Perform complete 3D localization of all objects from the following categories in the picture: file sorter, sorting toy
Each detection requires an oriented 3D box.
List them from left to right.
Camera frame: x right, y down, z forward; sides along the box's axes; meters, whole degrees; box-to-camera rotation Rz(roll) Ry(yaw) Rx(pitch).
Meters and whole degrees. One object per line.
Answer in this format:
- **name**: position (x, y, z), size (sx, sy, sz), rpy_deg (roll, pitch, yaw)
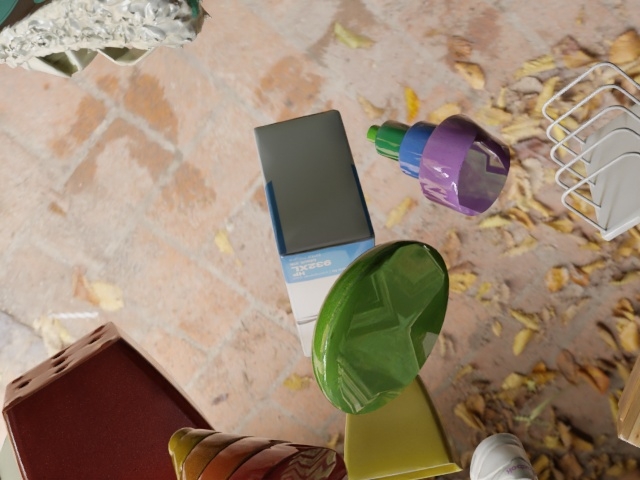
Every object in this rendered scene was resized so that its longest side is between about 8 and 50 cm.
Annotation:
- **sorting toy**: position (-0.004, 0.063, 0.599), size (0.127, 0.126, 0.365), rpy_deg (34, 83, -51)
- **file sorter**: position (0.572, -0.184, 1.664), size (0.173, 0.277, 0.193), rpy_deg (27, 134, -27)

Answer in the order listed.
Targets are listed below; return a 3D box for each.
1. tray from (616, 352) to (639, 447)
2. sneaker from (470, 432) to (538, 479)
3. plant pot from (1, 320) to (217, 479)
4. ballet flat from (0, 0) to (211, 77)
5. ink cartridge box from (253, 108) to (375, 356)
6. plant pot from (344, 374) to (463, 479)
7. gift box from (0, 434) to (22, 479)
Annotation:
- **tray**: position (0.417, 0.019, 0.867), size (0.076, 0.203, 0.410), rpy_deg (22, 92, 20)
- **sneaker**: position (0.289, 0.473, 1.340), size (0.114, 0.152, 0.304), rpy_deg (-2, 104, -8)
- **plant pot**: position (-0.312, 0.270, 1.205), size (0.267, 0.267, 0.235), rpy_deg (-33, 103, -14)
- **ballet flat**: position (-0.271, -0.234, 0.900), size (0.147, 0.409, 0.146), rpy_deg (-6, 98, -45)
- **ink cartridge box**: position (0.000, 0.000, 1.219), size (0.129, 0.223, 0.307), rpy_deg (-13, 148, -2)
- **plant pot**: position (0.156, 0.384, 1.693), size (0.212, 0.212, 0.187), rpy_deg (-14, 68, 9)
- **gift box**: position (-0.537, 0.561, 1.752), size (0.277, 0.258, 0.255), rpy_deg (11, 108, -33)
